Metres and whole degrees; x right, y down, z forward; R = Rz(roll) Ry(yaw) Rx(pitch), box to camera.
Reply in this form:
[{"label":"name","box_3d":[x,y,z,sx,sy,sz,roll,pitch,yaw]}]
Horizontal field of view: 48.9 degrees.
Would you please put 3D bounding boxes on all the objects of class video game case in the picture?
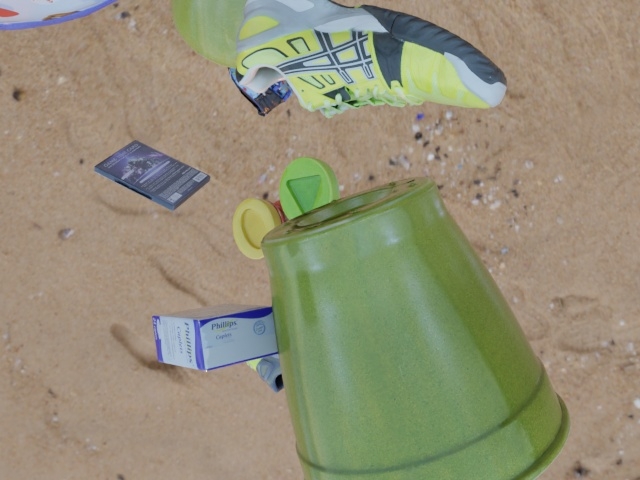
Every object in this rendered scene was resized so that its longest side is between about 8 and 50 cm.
[{"label":"video game case","box_3d":[-0.492,-0.197,2.075,0.274,0.196,0.026,25,130,12]}]

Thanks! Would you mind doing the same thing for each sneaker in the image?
[{"label":"sneaker","box_3d":[0.054,-0.221,0.911,0.385,0.145,0.147,24,98,30]},{"label":"sneaker","box_3d":[-0.040,0.224,1.574,0.300,0.111,0.121,-46,70,27]}]

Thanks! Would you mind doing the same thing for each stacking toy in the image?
[{"label":"stacking toy","box_3d":[0.000,0.000,1.341,0.279,0.130,0.308,-46,66,35]}]

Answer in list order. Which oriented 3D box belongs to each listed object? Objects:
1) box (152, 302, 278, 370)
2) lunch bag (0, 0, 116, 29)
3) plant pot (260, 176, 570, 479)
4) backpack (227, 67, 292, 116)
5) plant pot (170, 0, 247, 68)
[{"label":"box","box_3d":[-0.150,0.134,1.005,0.137,0.126,0.072,-4,92,51]},{"label":"lunch bag","box_3d":[-0.361,-0.349,0.645,0.386,0.328,0.238,8,86,10]},{"label":"plant pot","box_3d":[0.092,0.115,0.925,0.367,0.366,0.352,-18,99,18]},{"label":"backpack","box_3d":[-0.175,-0.456,1.938,0.117,0.158,0.173,-30,139,18]},{"label":"plant pot","box_3d":[-0.127,-0.498,1.241,0.275,0.274,0.293,17,160,-5]}]
